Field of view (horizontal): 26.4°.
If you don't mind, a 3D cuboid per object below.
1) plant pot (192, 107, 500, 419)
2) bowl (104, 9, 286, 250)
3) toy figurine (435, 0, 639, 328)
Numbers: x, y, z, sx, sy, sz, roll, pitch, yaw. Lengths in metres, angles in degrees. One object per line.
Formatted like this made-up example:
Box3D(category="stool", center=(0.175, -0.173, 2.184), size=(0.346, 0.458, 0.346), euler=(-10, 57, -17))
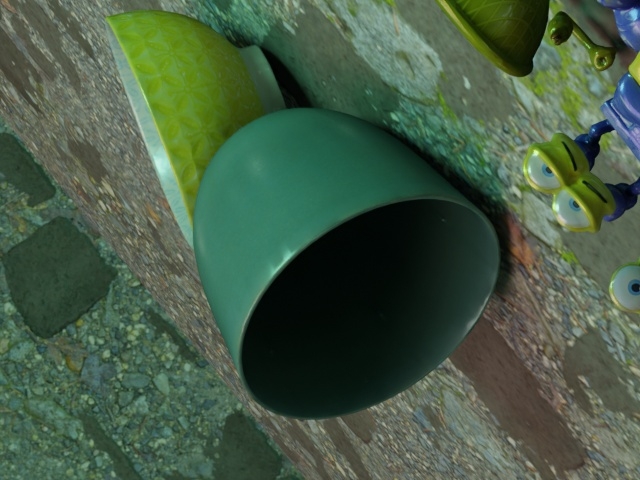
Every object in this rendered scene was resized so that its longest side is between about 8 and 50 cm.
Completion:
Box3D(category="plant pot", center=(0.000, 0.000, 1.415), size=(0.235, 0.293, 0.293), euler=(54, 166, 40))
Box3D(category="bowl", center=(-0.127, -0.146, 1.581), size=(0.289, 0.156, 0.289), euler=(159, 90, -81))
Box3D(category="toy figurine", center=(0.248, -0.128, 0.901), size=(0.217, 0.191, 0.362), euler=(-43, 75, 41))
